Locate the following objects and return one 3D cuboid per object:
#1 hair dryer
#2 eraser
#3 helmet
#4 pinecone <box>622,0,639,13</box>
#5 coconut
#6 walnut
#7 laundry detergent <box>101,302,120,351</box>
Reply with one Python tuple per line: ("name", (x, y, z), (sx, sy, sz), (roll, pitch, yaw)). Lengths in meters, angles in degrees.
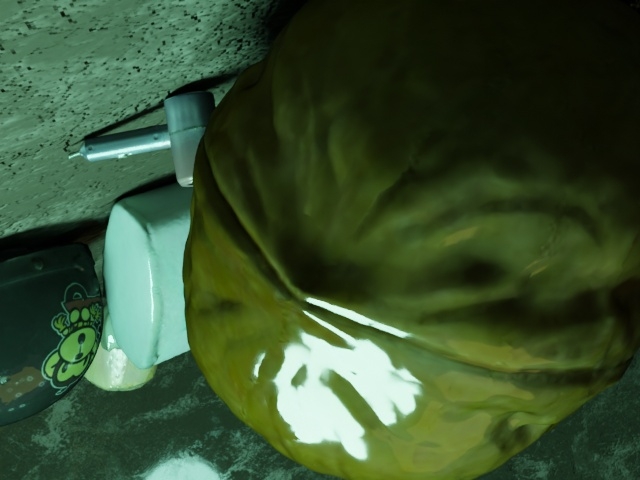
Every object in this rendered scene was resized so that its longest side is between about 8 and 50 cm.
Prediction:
("hair dryer", (-0.128, -0.066, 0.709), (0.114, 0.063, 0.037), (-9, 178, 5))
("eraser", (-0.082, 0.006, 1.054), (0.290, 0.104, 0.189), (-21, 130, -32))
("helmet", (-0.339, 0.111, 0.991), (0.278, 0.160, 0.230), (-26, 177, 11))
("pinecone", (0.249, -0.207, 0.845), (0.083, 0.077, 0.077), (-6, 172, -10))
("coconut", (-0.361, 0.182, 1.780), (0.147, 0.153, 0.147), (8, -168, -2))
("walnut", (0.079, -0.016, 0.665), (0.398, 0.307, 0.354), (-18, 130, -62))
("laundry detergent", (-0.188, 0.079, 1.437), (0.289, 0.143, 0.094), (-21, -163, -30))
